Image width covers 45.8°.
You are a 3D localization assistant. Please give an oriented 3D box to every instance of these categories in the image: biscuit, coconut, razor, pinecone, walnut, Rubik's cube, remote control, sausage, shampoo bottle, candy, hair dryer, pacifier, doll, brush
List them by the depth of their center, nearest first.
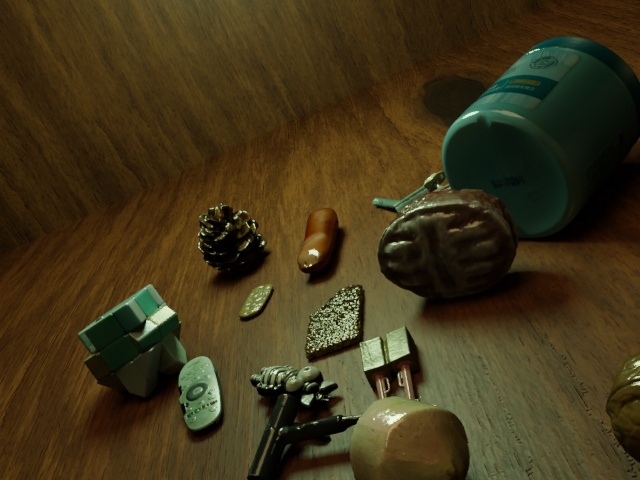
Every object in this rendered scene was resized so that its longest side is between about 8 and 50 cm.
[{"bbox_3d":[0.465,0.216,0.953,0.207,0.167,0.167,-6,30,37],"label":"walnut"},{"bbox_3d":[0.139,0.311,1.102,0.171,0.171,0.183,-39,23,-28],"label":"coconut"},{"bbox_3d":[-0.021,0.345,1.313,0.194,0.050,0.173,-10,40,32],"label":"hair dryer"},{"bbox_3d":[0.132,0.249,1.390,0.103,0.047,0.233,-23,23,9],"label":"brush"},{"bbox_3d":[-0.058,0.284,1.497,0.091,0.067,0.219,-29,21,-37],"label":"doll"},{"bbox_3d":[0.264,0.005,1.563,0.289,0.214,0.157,-12,21,30],"label":"candy"},{"bbox_3d":[-0.260,0.332,1.641,0.097,0.045,0.256,-27,25,0],"label":"remote control"},{"bbox_3d":[0.489,-0.223,1.671,0.331,0.331,0.342,2,37,49],"label":"shampoo bottle"},{"bbox_3d":[0.032,0.174,1.693,0.131,0.026,0.237,-19,24,13],"label":"biscuit"},{"bbox_3d":[-0.431,0.245,1.824,0.265,0.213,0.224,-33,6,13],"label":"Rubik's cube"},{"bbox_3d":[-0.166,0.156,1.958,0.071,0.018,0.147,-15,26,24],"label":"biscuit"},{"bbox_3d":[0.000,0.000,2.039,0.089,0.083,0.300,-13,28,15],"label":"sausage"},{"bbox_3d":[0.319,-0.148,2.071,0.083,0.068,0.064,-41,55,8],"label":"pacifier"},{"bbox_3d":[0.208,-0.099,2.075,0.106,0.068,0.232,-32,16,-16],"label":"razor"},{"bbox_3d":[-0.260,-0.009,2.183,0.179,0.205,0.184,14,43,30],"label":"pinecone"}]

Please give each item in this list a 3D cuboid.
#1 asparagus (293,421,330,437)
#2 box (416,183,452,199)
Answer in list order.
[{"bbox_3d":[-0.024,0.346,1.380,0.108,0.021,0.025,-5,29,41],"label":"asparagus"},{"bbox_3d":[0.334,-0.121,1.941,0.152,0.048,0.100,-24,4,-16],"label":"box"}]
